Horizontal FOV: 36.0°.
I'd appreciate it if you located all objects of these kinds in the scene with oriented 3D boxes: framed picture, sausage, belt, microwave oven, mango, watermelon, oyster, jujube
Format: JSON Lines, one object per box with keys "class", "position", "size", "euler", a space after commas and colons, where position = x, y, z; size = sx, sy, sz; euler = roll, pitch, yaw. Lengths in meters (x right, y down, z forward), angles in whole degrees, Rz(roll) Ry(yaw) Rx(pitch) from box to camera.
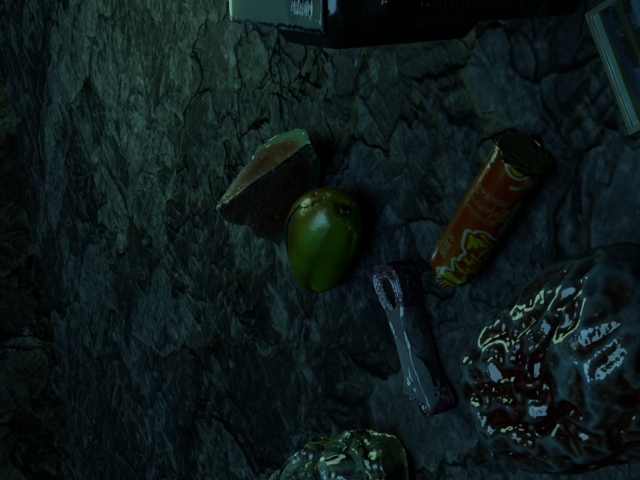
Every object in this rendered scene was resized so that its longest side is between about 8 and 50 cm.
{"class": "framed picture", "position": [0.346, -0.200, 1.049], "size": [0.109, 0.011, 0.149], "euler": [-32, 72, 56]}
{"class": "sausage", "position": [0.206, -0.024, 1.266], "size": [0.083, 0.083, 0.264], "euler": [58, 144, 29]}
{"class": "belt", "position": [0.134, 0.143, 1.447], "size": [0.071, 0.053, 0.232], "euler": [-25, 78, 49]}
{"class": "microwave oven", "position": [0.101, -0.359, 1.060], "size": [0.218, 0.354, 0.287], "euler": [23, 118, 52]}
{"class": "mango", "position": [0.000, 0.000, 1.562], "size": [0.233, 0.111, 0.125], "euler": [108, 153, -56]}
{"class": "watermelon", "position": [-0.065, -0.083, 1.607], "size": [0.136, 0.202, 0.207], "euler": [38, 149, -10]}
{"class": "oyster", "position": [0.015, 0.405, 1.641], "size": [0.351, 0.158, 0.162], "euler": [-20, 48, 44]}
{"class": "jujube", "position": [0.287, 0.137, 1.057], "size": [0.317, 0.226, 0.226], "euler": [-46, 61, 51]}
